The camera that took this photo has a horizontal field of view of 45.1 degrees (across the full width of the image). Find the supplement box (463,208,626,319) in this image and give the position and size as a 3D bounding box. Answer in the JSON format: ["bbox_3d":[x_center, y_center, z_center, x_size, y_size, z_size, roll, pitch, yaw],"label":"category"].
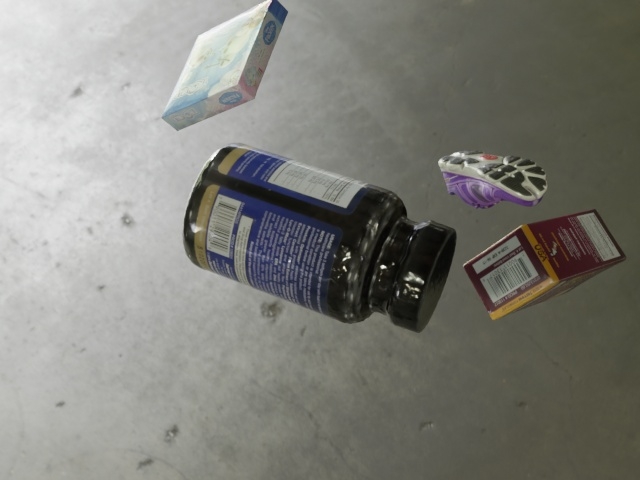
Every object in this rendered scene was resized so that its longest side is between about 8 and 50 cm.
[{"bbox_3d":[0.285,0.027,0.973,0.188,0.104,0.080,-11,68,-44],"label":"supplement box"}]

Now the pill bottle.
[{"bbox_3d":[0.000,0.000,0.676,0.219,0.122,0.122,20,59,18],"label":"pill bottle"}]

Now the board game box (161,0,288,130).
[{"bbox_3d":[-0.073,-0.134,0.586,0.090,0.020,0.090,-13,51,41],"label":"board game box"}]

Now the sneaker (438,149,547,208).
[{"bbox_3d":[0.221,-0.069,0.976,0.068,0.071,0.170,-24,25,-21],"label":"sneaker"}]
